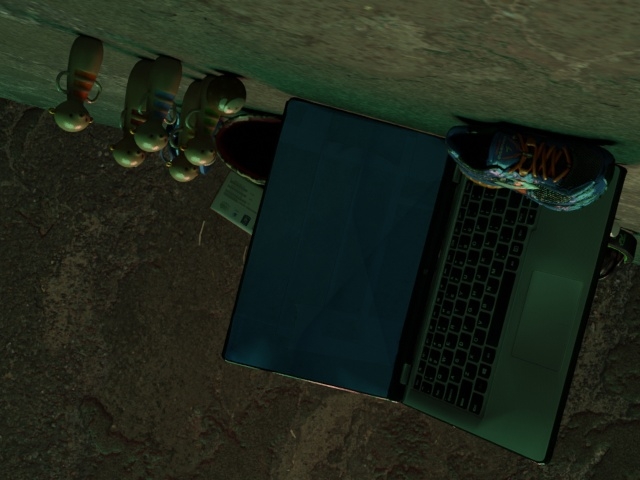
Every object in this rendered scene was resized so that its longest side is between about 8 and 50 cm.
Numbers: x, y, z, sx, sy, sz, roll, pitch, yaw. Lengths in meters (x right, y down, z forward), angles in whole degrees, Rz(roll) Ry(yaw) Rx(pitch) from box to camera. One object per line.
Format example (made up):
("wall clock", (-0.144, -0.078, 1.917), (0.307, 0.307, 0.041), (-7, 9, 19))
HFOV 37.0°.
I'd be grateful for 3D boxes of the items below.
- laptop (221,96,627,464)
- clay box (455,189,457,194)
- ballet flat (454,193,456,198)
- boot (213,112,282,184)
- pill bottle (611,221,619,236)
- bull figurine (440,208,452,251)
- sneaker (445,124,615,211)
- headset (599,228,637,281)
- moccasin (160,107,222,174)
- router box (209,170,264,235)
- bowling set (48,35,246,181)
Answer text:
("laptop", (0.120, 0.039, 1.252), (0.236, 0.382, 0.408), (13, -178, -41))
("clay box", (0.297, -0.101, 2.165), (0.127, 0.053, 0.222), (15, 180, 12))
("ballet flat", (0.392, -0.049, 2.019), (0.139, 0.139, 0.400), (15, -175, 31))
("boot", (0.011, -0.130, 1.737), (0.377, 0.138, 0.284), (21, -177, 23))
("pill bottle", (0.581, -0.030, 2.001), (0.043, 0.043, 0.083), (14, -179, -40))
("bull figurine", (0.225, -0.042, 1.683), (0.310, 0.101, 0.188), (-8, 141, -3))
("sneaker", (0.230, -0.088, 1.091), (0.221, 0.083, 0.087), (12, 174, 45))
("headset", (0.606, 0.043, 2.336), (0.243, 0.185, 0.394), (15, 170, -3))
("moccasin", (-0.274, -0.204, 1.995), (0.116, 0.138, 0.342), (19, 180, -5))
("router box", (0.000, 0.000, 1.796), (0.335, 0.082, 0.301), (33, -173, 18))
("bowling set", (-0.205, -0.163, 1.305), (0.199, 0.154, 0.287), (16, -178, 42))
